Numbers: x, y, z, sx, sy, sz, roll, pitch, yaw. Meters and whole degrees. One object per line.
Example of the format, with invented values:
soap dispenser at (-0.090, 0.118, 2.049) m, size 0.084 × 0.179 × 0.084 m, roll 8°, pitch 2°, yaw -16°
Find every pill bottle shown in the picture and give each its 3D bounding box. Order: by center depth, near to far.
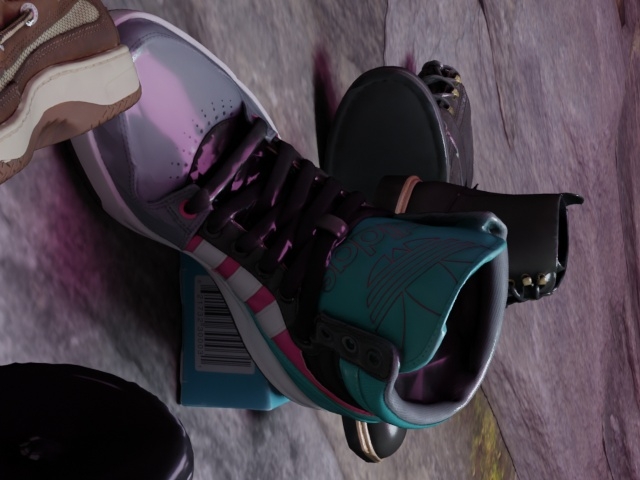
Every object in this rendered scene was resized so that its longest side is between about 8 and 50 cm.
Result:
pill bottle at (-0.122, 0.172, 0.723) m, size 0.123 × 0.123 × 0.219 m, roll -50°, pitch 151°, yaw -60°

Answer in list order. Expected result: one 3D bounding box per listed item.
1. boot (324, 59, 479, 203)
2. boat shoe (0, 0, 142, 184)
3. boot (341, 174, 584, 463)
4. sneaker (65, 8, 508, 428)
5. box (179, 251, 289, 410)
boot at (0.074, -0.072, 1.365) m, size 0.229 × 0.091 × 0.263 m, roll -73°, pitch 160°, yaw -49°
boat shoe at (-0.158, -0.068, 0.694) m, size 0.257 × 0.095 × 0.095 m, roll -49°, pitch 124°, yaw -69°
boot at (0.092, 0.049, 1.134) m, size 0.077 × 0.137 × 0.197 m, roll 46°, pitch 49°, yaw -63°
sneaker at (0.000, 0.000, 0.901) m, size 0.295 × 0.178 × 0.123 m, roll 50°, pitch 62°, yaw -35°
box at (-0.016, 0.040, 1.128) m, size 0.244 × 0.060 × 0.100 m, roll -16°, pitch 107°, yaw -70°
